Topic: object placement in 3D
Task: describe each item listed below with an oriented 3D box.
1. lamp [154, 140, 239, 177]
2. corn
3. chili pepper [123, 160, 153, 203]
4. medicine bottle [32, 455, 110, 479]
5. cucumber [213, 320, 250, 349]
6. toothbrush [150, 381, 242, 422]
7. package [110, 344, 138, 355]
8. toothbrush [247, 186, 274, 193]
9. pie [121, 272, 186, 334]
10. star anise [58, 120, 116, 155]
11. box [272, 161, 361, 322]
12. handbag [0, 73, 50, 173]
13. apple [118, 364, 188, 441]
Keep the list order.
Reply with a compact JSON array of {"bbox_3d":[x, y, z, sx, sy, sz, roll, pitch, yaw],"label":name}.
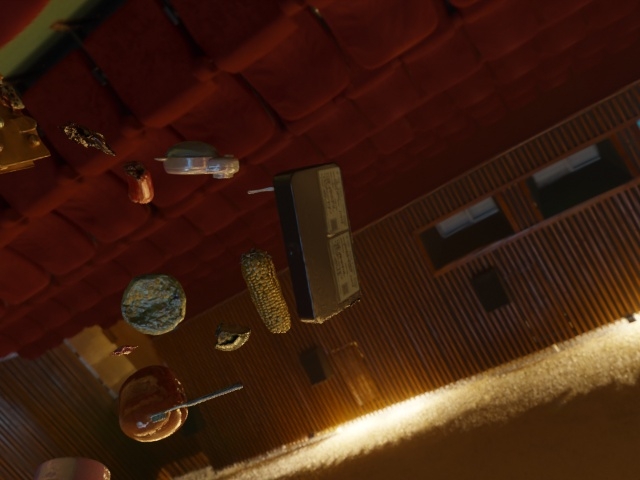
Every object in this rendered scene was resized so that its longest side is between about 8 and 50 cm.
[{"bbox_3d":[-0.372,-0.252,1.716,0.246,0.108,0.179,6,-165,6],"label":"lamp"},{"bbox_3d":[-0.186,0.171,1.880,0.115,0.318,0.115,-16,-165,4],"label":"corn"},{"bbox_3d":[-0.481,-0.151,1.478,0.123,0.073,0.070,105,-5,-54],"label":"chili pepper"},{"bbox_3d":[-0.658,0.763,1.385,0.219,0.219,0.388,-29,-143,19],"label":"medicine bottle"},{"bbox_3d":[-0.358,0.392,2.226,0.325,0.145,0.105,147,-45,-81],"label":"cucumber"},{"bbox_3d":[-0.281,0.368,1.267,0.219,0.019,0.016,-20,158,-3],"label":"toothbrush"},{"bbox_3d":[-0.680,0.379,1.926,0.083,0.029,0.059,-28,161,20],"label":"package"},{"bbox_3d":[-0.193,-0.191,2.086,0.162,0.014,0.017,-9,-154,-5],"label":"toothbrush"},{"bbox_3d":[-0.471,0.178,1.581,0.187,0.187,0.041,-34,-170,1],"label":"pie"},{"bbox_3d":[-0.639,-0.284,1.534,0.212,0.157,0.053,11,-98,58],"label":"star anise"},{"bbox_3d":[0.000,0.000,1.295,0.058,0.350,0.211,-5,-170,35],"label":"box"},{"bbox_3d":[-0.941,-0.378,1.526,0.133,0.401,0.283,-25,-170,15],"label":"handbag"},{"bbox_3d":[-0.592,0.571,1.946,0.253,0.253,0.253,-32,-165,9],"label":"apple"}]
